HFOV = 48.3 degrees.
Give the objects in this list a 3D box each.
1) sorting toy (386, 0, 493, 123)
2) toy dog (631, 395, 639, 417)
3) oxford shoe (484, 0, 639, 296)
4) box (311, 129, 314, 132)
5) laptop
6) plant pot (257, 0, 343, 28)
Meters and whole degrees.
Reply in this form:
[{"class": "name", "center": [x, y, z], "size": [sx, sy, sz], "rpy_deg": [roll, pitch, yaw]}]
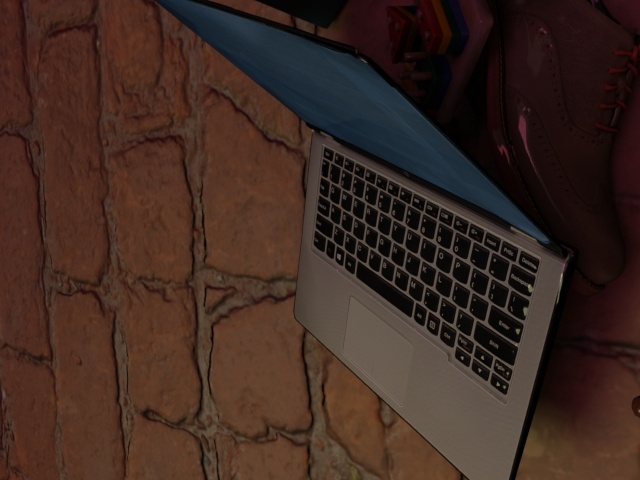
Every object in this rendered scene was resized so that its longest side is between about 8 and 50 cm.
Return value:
[{"class": "sorting toy", "center": [0.097, -0.192, 0.659], "size": [0.274, 0.046, 0.132], "rpy_deg": [103, 158, -61]}, {"class": "toy dog", "center": [0.348, 0.108, 0.459], "size": [0.333, 0.161, 0.220], "rpy_deg": [-47, 35, 38]}, {"class": "oxford shoe", "center": [0.219, -0.127, 0.621], "size": [0.130, 0.123, 0.348], "rpy_deg": [-18, 85, 36]}, {"class": "box", "center": [0.032, -0.135, 0.839], "size": [0.081, 0.028, 0.136], "rpy_deg": [-40, 68, 36]}, {"class": "laptop", "center": [0.000, 0.000, 0.658], "size": [0.382, 0.237, 0.407], "rpy_deg": [37, 127, 50]}, {"class": "plant pot", "center": [-0.017, -0.387, 0.766], "size": [0.234, 0.166, 0.165], "rpy_deg": [-50, 64, 24]}]
